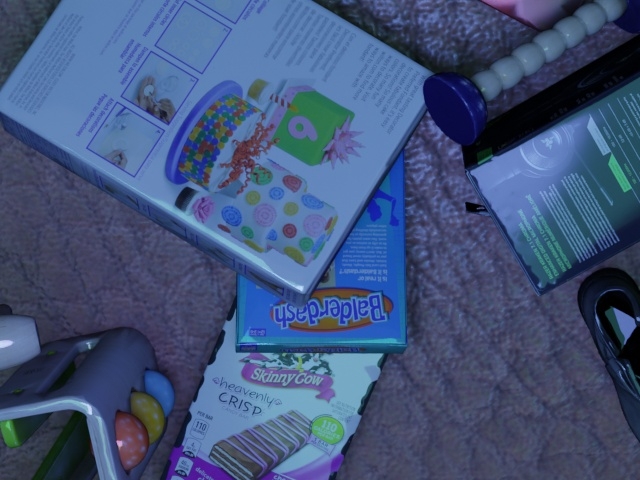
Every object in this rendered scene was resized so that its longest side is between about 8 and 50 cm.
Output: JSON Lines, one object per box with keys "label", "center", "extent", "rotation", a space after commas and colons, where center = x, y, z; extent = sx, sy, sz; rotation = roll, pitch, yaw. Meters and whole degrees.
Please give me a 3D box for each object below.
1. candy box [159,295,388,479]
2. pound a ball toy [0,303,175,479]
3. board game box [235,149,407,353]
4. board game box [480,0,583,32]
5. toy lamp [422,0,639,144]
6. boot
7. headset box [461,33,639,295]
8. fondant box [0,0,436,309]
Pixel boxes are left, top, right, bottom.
{"label": "candy box", "center": [-0.043, 0.165, 1.808], "extent": [0.159, 0.071, 0.233], "rotation": [22, 100, 0]}
{"label": "pound a ball toy", "center": [-0.219, 0.137, 1.688], "extent": [0.136, 0.319, 0.208], "rotation": [-10, 98, 5]}
{"label": "board game box", "center": [0.000, 0.000, 1.744], "extent": [0.160, 0.047, 0.210], "rotation": [1, 76, -3]}
{"label": "board game box", "center": [0.227, -0.340, 1.728], "extent": [0.145, 0.027, 0.281], "rotation": [27, 100, -3]}
{"label": "toy lamp", "center": [0.219, -0.184, 1.677], "extent": [0.275, 0.080, 0.080], "rotation": [-35, 97, -22]}
{"label": "boot", "center": [0.312, 0.143, 1.735], "extent": [0.083, 0.161, 0.246], "rotation": [-31, 96, 9]}
{"label": "headset box", "center": [0.261, -0.084, 1.659], "extent": [0.283, 0.246, 0.131], "rotation": [-30, 97, 9]}
{"label": "fondant box", "center": [-0.093, -0.124, 1.694], "extent": [0.330, 0.096, 0.238], "rotation": [31, 77, 5]}
